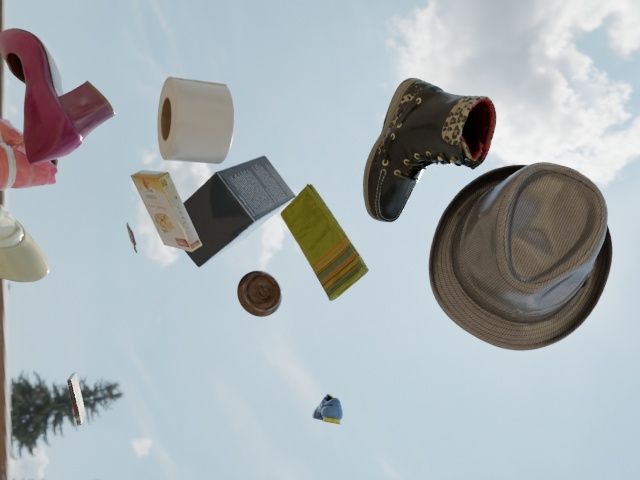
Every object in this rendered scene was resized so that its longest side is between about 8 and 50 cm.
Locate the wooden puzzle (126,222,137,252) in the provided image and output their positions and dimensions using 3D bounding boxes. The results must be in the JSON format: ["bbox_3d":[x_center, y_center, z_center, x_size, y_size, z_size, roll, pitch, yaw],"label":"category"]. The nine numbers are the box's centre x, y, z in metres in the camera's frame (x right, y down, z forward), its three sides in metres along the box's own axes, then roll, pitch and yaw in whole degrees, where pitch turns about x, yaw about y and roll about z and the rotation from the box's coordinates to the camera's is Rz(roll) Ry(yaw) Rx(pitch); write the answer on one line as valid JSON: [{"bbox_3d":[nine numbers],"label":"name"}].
[{"bbox_3d":[-0.485,-0.010,1.435,0.049,0.006,0.083,41,-37,47],"label":"wooden puzzle"}]

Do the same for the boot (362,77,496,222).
[{"bbox_3d":[0.156,-0.121,0.843,0.179,0.085,0.236,35,-67,56],"label":"boot"}]

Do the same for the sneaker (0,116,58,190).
[{"bbox_3d":[-0.644,-0.177,1.199,0.314,0.136,0.115,41,-61,48],"label":"sneaker"}]

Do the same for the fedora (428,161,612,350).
[{"bbox_3d":[0.283,0.003,0.747,0.244,0.275,0.124,36,-14,12],"label":"fedora"}]

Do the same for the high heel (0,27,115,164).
[{"bbox_3d":[-0.582,-0.293,1.090,0.377,0.181,0.127,35,-26,28],"label":"high heel"}]

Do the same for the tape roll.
[{"bbox_3d":[-0.378,-0.354,1.667,0.246,0.169,0.245,2,-87,61],"label":"tape roll"}]

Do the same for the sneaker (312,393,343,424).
[{"bbox_3d":[0.025,0.508,1.690,0.209,0.069,0.082,129,-30,-70],"label":"sneaker"}]

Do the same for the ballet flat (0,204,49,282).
[{"bbox_3d":[-0.453,-0.030,0.696,0.086,0.249,0.086,-50,-159,27],"label":"ballet flat"}]

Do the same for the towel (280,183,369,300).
[{"bbox_3d":[0.000,0.000,1.121,0.102,0.021,0.237,-43,-120,19],"label":"towel"}]

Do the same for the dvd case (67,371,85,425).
[{"bbox_3d":[-0.627,0.406,1.434,0.087,0.013,0.119,178,-102,-74],"label":"dvd case"}]

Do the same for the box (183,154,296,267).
[{"bbox_3d":[-0.315,-0.117,2.017,0.294,0.395,0.212,-36,-88,25],"label":"box"}]

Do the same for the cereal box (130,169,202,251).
[{"bbox_3d":[-0.448,-0.086,1.618,0.173,0.047,0.240,9,-53,46],"label":"cereal box"}]

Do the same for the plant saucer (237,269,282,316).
[{"bbox_3d":[-0.205,0.180,1.934,0.029,0.169,0.168,-39,-117,57],"label":"plant saucer"}]
